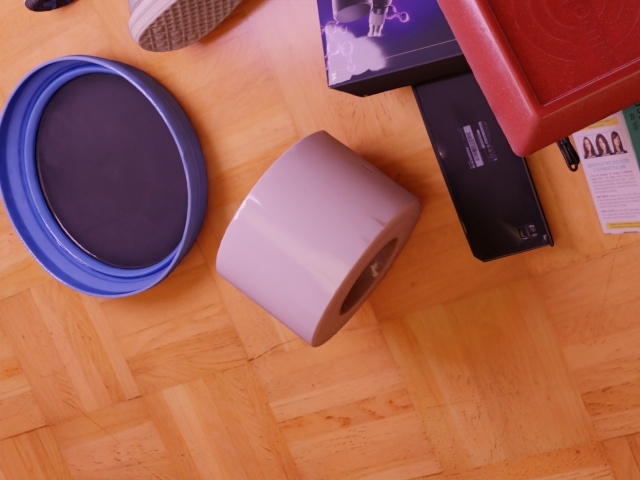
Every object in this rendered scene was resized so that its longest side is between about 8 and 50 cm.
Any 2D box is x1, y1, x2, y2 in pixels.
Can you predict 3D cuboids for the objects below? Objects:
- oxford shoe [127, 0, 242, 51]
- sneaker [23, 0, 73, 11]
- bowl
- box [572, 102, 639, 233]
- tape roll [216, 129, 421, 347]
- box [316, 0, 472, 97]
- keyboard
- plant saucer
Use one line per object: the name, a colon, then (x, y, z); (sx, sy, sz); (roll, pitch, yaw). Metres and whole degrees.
oxford shoe: (-0.108, -0.417, 1.302); (0.449, 0.169, 0.130); (-29, 71, 32)
sneaker: (-0.386, -0.435, 1.485); (0.211, 0.080, 0.081); (-43, 78, 21)
bowl: (-0.351, -0.102, 1.567); (0.391, 0.077, 0.391); (9, 109, 25)
box: (0.358, -0.132, 1.172); (0.100, 0.060, 0.244); (-2, 109, 66)
tape roll: (0.000, 0.000, 1.318); (0.169, 0.246, 0.246); (37, 119, 13)
box: (0.131, -0.299, 1.214); (0.261, 0.103, 0.185); (-10, 87, 30)
keyboard: (0.240, -0.137, 1.275); (0.201, 0.033, 0.317); (-16, 99, 36)
plant saucer: (0.280, -0.263, 1.080); (0.259, 0.048, 0.259); (-26, 85, -2)
